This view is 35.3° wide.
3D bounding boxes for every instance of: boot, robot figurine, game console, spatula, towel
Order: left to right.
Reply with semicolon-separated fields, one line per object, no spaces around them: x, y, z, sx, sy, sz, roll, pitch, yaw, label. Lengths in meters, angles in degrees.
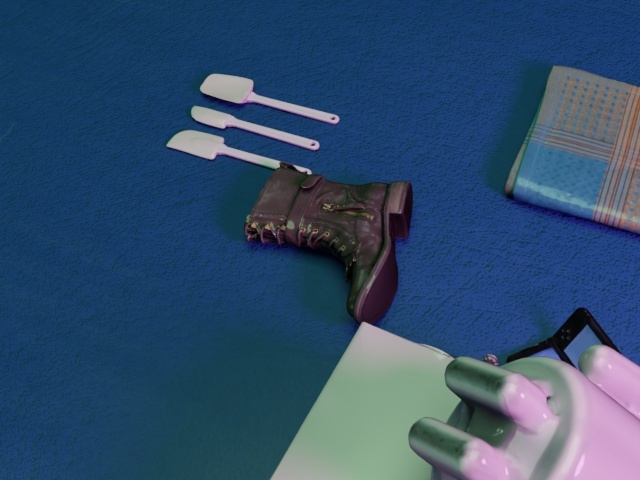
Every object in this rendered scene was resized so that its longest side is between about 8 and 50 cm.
-0.102;-0.182;1.591;0.242;0.019;0.168;16;55;17;spatula
0.000;0.000;1.415;0.228;0.091;0.263;6;50;16;boot
0.313;0.160;1.262;0.071;0.107;0.122;3;44;-38;game console
0.255;0.253;1.018;0.300;0.353;0.199;-55;24;-7;robot figurine
0.483;-0.114;1.475;0.370;0.040;0.271;18;58;16;towel

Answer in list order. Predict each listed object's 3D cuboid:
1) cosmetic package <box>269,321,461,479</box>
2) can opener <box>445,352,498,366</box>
0.052;0.298;1.131;0.196;0.155;0.366;23;58;20;cosmetic package
0.157;0.164;1.281;0.186;0.059;0.073;20;58;19;can opener
